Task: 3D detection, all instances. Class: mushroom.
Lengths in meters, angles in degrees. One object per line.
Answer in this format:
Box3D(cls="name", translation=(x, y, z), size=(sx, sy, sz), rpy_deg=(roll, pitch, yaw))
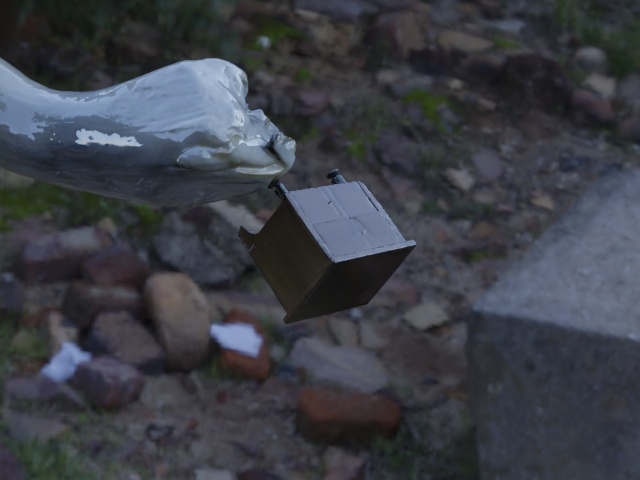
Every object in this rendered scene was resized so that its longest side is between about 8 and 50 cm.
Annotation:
Box3D(cls="mushroom", translation=(-0.150, -0.078, 0.812), size=(0.278, 0.096, 0.099), rpy_deg=(8, 29, 17))

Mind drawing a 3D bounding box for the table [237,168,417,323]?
Box3D(cls="table", translation=(0.000, 0.000, 0.849), size=(0.083, 0.070, 0.082), rpy_deg=(-12, 58, -44))
